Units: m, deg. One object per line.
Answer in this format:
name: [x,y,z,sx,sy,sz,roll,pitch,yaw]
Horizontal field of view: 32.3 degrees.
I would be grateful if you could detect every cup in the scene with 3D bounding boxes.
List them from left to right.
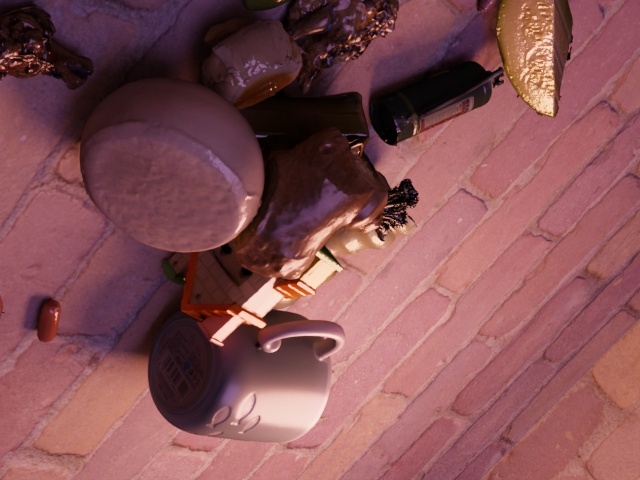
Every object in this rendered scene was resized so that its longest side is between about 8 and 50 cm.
cup: [-0.127,0.227,2.060,0.357,0.259,0.275,-31,151,35]

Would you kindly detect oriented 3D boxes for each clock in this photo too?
clock: [-0.130,0.045,1.923,0.255,0.220,0.106,-43,148,7]

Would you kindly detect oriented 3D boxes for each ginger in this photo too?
ginger: [-0.012,-0.046,1.730,0.221,0.130,0.275,8,123,-23]

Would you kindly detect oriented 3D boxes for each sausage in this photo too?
sausage: [-0.463,0.138,1.881,0.034,0.034,0.083,-10,135,-35]

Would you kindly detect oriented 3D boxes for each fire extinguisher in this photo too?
fire extinguisher: [0.236,-0.265,2.020,0.294,0.093,0.118,-25,179,-21]

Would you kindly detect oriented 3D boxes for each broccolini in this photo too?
broccolini: [0.071,-0.085,1.846,0.123,0.062,0.271,-46,137,14]

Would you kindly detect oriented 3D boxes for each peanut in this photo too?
peanut: [-0.141,-0.314,1.665,0.083,0.037,0.037,-31,146,-28]

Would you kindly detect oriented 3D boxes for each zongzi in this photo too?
zongzi: [-0.069,-0.156,1.883,0.260,0.123,0.289,-3,166,-17]

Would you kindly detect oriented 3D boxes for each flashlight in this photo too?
flashlight: [0.315,-0.447,1.944,0.110,0.052,0.031,-52,-176,29]

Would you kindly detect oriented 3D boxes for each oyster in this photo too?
oyster: [0.038,-0.358,1.748,0.214,0.083,0.222,-28,138,-20]

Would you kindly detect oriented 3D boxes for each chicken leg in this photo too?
chicken leg: [-0.388,-0.255,1.478,0.196,0.080,0.125,-11,148,-45]

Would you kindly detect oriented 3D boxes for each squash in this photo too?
squash: [0.374,-0.359,1.988,0.289,0.111,0.203,25,77,-68]

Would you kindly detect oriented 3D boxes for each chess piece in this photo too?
chess piece: [0.000,0.000,2.055,0.330,0.182,0.182,-36,146,7]

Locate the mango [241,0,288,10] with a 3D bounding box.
mango: [-0.021,-0.429,1.600,0.237,0.091,0.137,-33,139,-10]

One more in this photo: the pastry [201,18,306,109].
pastry: [-0.105,-0.264,1.673,0.166,0.088,0.166,-29,174,-4]

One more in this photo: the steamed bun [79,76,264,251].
steamed bun: [-0.213,-0.127,1.647,0.283,0.177,0.283,9,139,8]

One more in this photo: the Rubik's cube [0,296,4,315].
Rubik's cube: [-0.565,0.081,1.625,0.229,0.233,0.228,-23,-151,46]
